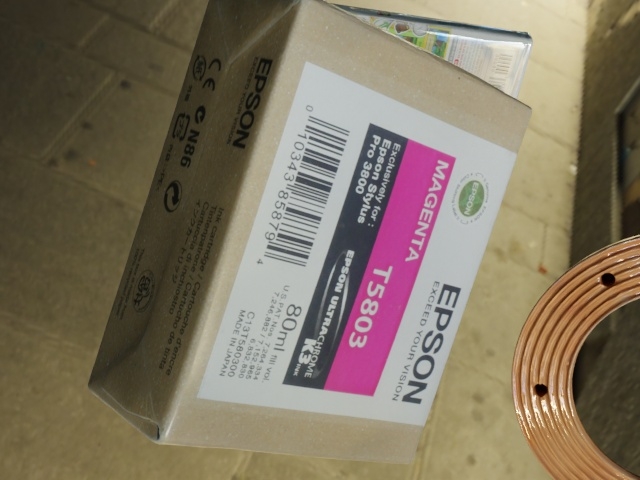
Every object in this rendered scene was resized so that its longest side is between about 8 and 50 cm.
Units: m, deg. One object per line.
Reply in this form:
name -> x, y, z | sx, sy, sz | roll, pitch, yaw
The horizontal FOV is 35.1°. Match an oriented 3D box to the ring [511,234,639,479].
ring -> 0.357, 0.144, 0.988 | 0.336, 0.337, 0.032 | 32, 27, 5

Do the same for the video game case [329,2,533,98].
video game case -> 0.082, -0.114, 1.010 | 0.206, 0.227, 0.026 | 7, 34, -6

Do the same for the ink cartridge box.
ink cartridge box -> 0.000, 0.000, 0.574 | 0.193, 0.235, 0.088 | 15, 4, -41
